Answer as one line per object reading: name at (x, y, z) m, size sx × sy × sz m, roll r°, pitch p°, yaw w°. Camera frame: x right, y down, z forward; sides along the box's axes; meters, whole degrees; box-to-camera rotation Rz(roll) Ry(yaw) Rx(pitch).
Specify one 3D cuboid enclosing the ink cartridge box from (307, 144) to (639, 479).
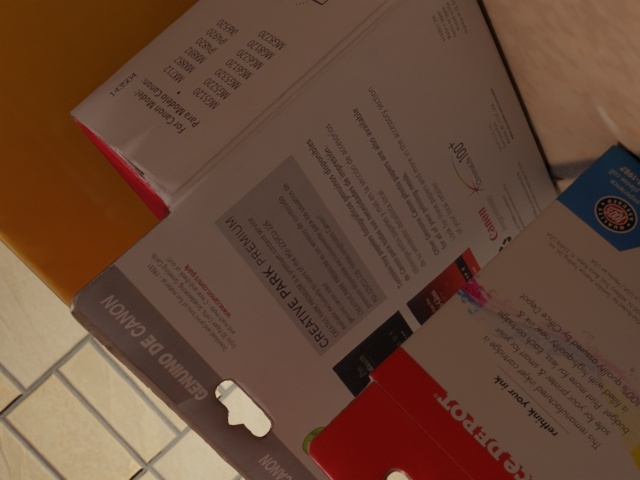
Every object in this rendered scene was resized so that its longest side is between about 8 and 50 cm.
ink cartridge box at (0.122, 0.080, 0.579) m, size 0.134 × 0.231 × 0.078 m, roll 45°, pitch 172°, yaw 22°

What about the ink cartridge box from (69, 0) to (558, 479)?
ink cartridge box at (0.000, 0.000, 0.695) m, size 0.130 × 0.272 × 0.309 m, roll 40°, pitch 168°, yaw 44°

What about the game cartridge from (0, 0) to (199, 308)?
game cartridge at (-0.104, -0.095, 0.739) m, size 0.324 × 0.285 × 0.052 m, roll 54°, pitch 170°, yaw -35°
